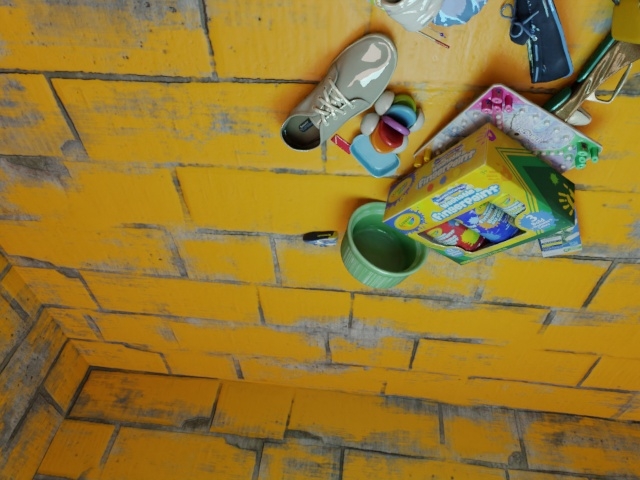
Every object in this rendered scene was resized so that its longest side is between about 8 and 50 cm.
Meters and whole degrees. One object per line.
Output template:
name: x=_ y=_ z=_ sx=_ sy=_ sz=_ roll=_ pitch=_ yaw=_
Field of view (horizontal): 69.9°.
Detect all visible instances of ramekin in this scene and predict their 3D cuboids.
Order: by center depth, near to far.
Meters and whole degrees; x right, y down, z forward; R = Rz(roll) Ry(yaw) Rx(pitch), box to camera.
ramekin: x=0.217 y=0.025 z=1.637 sx=0.303 sy=0.304 sz=0.148 roll=17 pitch=144 yaw=-8

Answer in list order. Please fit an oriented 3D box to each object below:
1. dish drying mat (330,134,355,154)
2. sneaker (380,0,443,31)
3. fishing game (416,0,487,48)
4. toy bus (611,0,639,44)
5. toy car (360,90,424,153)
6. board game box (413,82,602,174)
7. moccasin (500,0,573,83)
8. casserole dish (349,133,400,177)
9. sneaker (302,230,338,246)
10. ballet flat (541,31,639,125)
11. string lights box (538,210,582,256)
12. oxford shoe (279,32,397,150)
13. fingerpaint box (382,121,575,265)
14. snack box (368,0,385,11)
dish drying mat: x=0.074 y=-0.315 z=1.506 sx=0.083 sy=0.008 sz=0.032 roll=34 pitch=131 yaw=-23
sneaker: x=0.259 y=-0.611 z=1.010 sx=0.152 sy=0.114 sz=0.305 roll=9 pitch=138 yaw=-38
fishing game: x=0.323 y=-0.623 z=1.121 sx=0.189 sy=0.041 sz=0.264 roll=20 pitch=129 yaw=-11
toy bus: x=0.731 y=-0.603 z=0.977 sx=0.130 sy=0.108 sz=0.333 roll=-7 pitch=121 yaw=-4
toy car: x=0.216 y=-0.338 z=1.352 sx=0.159 sy=0.136 sz=0.182 roll=27 pitch=119 yaw=-17
board game box: x=0.544 y=-0.250 z=1.385 sx=0.389 sy=0.051 sz=0.390 roll=24 pitch=152 yaw=-15
moccasin: x=0.524 y=-0.519 z=1.126 sx=0.116 sy=0.138 sz=0.342 roll=-18 pitch=130 yaw=32
casserole dish: x=0.179 y=-0.286 z=1.500 sx=0.114 sy=0.037 sz=0.188 roll=-29 pitch=124 yaw=34
sneaker: x=0.000 y=0.000 z=1.818 sx=0.144 sy=0.053 sz=0.059 roll=0 pitch=138 yaw=11
ballet flat: x=0.715 y=-0.394 z=1.234 sx=0.124 sy=0.116 sz=0.342 roll=35 pitch=128 yaw=-1
string lights box: x=0.817 y=-0.063 z=1.594 sx=0.133 sy=0.077 sz=0.260 roll=-15 pitch=132 yaw=25
oxford shoe: x=0.042 y=-0.402 z=1.324 sx=0.169 sy=0.130 sz=0.449 roll=45 pitch=126 yaw=-14
fingerpaint box: x=0.480 y=-0.112 z=1.441 sx=0.370 sy=0.163 sz=0.444 roll=27 pitch=150 yaw=-21
snack box: x=0.137 y=-0.681 z=1.068 sx=0.174 sy=0.070 sz=0.207 roll=23 pitch=136 yaw=-16
